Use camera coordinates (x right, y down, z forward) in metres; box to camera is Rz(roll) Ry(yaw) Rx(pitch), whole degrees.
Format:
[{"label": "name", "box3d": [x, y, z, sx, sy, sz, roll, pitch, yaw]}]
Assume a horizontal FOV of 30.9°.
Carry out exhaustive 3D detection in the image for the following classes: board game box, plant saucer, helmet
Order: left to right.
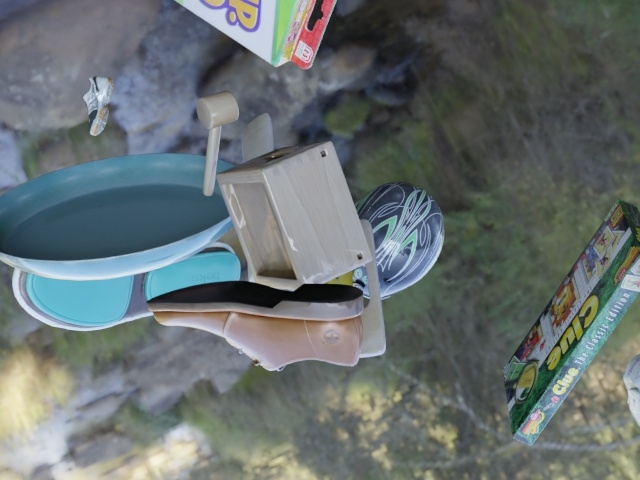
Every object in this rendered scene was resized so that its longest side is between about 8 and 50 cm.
[{"label": "plant saucer", "box3d": [-0.235, -0.027, 1.346, 0.317, 0.044, 0.318, -5, -157, 2]}, {"label": "board game box", "box3d": [-0.099, -0.274, 1.113, 0.039, 0.259, 0.124, -41, 159, -51]}, {"label": "helmet", "box3d": [0.109, -0.006, 1.766, 0.169, 0.169, 0.161, -15, 152, -45]}, {"label": "board game box", "box3d": [0.281, 0.090, 1.280, 0.136, 0.030, 0.260, -89, -155, -62]}]

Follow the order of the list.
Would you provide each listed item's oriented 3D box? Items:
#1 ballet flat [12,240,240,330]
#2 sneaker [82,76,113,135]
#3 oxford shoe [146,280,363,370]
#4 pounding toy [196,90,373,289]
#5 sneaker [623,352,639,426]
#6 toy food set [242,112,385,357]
[{"label": "ballet flat", "box3d": [-0.293, 0.048, 1.664, 0.400, 0.139, 0.139, -2, 154, -48]}, {"label": "sneaker", "box3d": [-0.313, -0.187, 1.610, 0.036, 0.083, 0.032, 11, 173, 7]}, {"label": "oxford shoe", "box3d": [-0.062, 0.077, 1.015, 0.212, 0.076, 0.076, 4, -162, 28]}, {"label": "pounding toy", "box3d": [-0.049, -0.064, 1.194, 0.094, 0.206, 0.181, -24, -169, -24]}, {"label": "sneaker", "box3d": [0.401, 0.203, 1.296, 0.114, 0.152, 0.305, -41, 177, 3]}, {"label": "toy food set", "box3d": [0.000, 0.000, 1.505, 0.092, 0.220, 0.306, -20, 145, 22]}]
